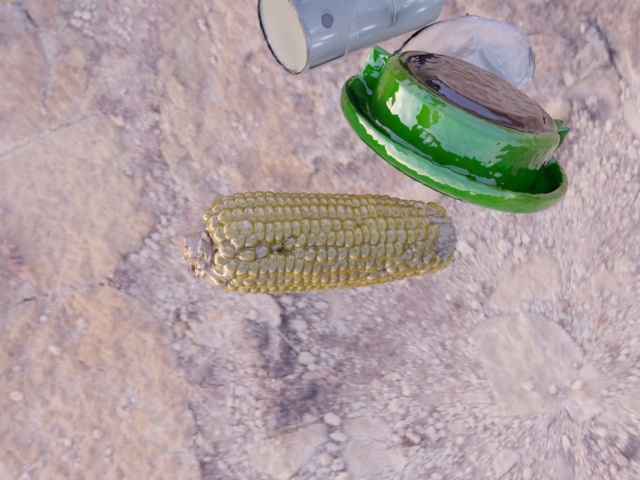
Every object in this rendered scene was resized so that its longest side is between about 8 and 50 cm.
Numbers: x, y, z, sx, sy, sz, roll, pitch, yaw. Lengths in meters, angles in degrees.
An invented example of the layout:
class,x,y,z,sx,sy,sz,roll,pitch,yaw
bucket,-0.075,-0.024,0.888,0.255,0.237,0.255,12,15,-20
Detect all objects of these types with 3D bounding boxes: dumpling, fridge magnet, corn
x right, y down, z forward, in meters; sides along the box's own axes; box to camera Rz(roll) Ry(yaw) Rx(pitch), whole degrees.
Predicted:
class,x,y,z,sx,sy,sz,roll,pitch,yaw
dumpling,0.174,-0.215,1.211,0.247,0.142,0.172,-34,85,24
fridge magnet,0.116,-0.094,0.740,0.208,0.208,0.088,34,120,18
corn,0.000,0.000,1.091,0.347,0.130,0.130,-3,78,-14

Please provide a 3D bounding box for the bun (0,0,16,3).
class,x,y,z,sx,sy,sz,roll,pitch,yaw
bun,-0.320,-0.349,0.843,0.260,0.152,0.259,0,99,0

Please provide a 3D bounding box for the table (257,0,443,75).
class,x,y,z,sx,sy,sz,roll,pitch,yaw
table,0.040,-0.314,1.176,0.220,0.126,0.126,-25,72,-23
